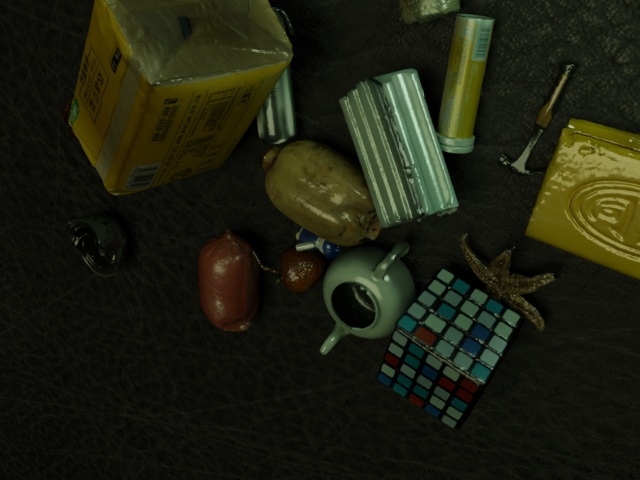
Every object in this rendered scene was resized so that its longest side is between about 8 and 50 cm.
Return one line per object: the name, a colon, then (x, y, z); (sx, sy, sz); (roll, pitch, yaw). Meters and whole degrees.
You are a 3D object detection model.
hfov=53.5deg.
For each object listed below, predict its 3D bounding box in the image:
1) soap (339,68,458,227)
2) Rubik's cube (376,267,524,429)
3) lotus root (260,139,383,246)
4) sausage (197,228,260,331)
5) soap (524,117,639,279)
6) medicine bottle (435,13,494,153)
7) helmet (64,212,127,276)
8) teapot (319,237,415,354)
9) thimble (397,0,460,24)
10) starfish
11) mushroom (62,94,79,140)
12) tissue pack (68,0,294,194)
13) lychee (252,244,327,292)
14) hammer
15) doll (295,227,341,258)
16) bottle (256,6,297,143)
soap: (0.136, -0.153, 1.103); (0.150, 0.094, 0.262); (-17, 91, 67)
Rubik's cube: (0.235, 0.199, 1.166); (0.187, 0.184, 0.182); (32, 142, 19)
lotus root: (0.001, -0.099, 1.229); (0.284, 0.160, 0.146); (34, 168, 19)
sausage: (-0.213, 0.095, 1.461); (0.148, 0.148, 0.255); (22, 122, 23)
soap: (0.495, -0.046, 0.965); (0.324, 0.096, 0.204); (23, 122, 23)
medicine bottle: (0.238, -0.258, 1.054); (0.073, 0.074, 0.218); (19, 118, 25)
helmet: (-0.574, -0.002, 1.676); (0.153, 0.107, 0.177); (20, 140, 21)
teapot: (0.092, 0.108, 1.275); (0.193, 0.129, 0.294); (39, 127, 11)
thimble: (0.172, -0.388, 1.024); (0.110, 0.084, 0.062); (2, 110, 49)
starfish: (0.329, 0.083, 1.161); (0.213, 0.057, 0.238); (40, 146, 18)
mushroom: (-0.570, -0.302, 1.558); (0.127, 0.087, 0.127); (3, 110, 7)
tissue pack: (-0.268, -0.279, 1.160); (0.228, 0.293, 0.382); (63, 146, 9)
lychee: (-0.055, 0.059, 1.366); (0.140, 0.101, 0.115); (-21, 68, 26)
hammer: (0.364, -0.192, 1.030); (0.078, 0.021, 0.201); (31, 126, 18)
doll: (0.000, 0.000, 1.302); (0.143, 0.098, 0.058); (24, 138, 54)
bottle: (-0.089, -0.319, 1.233); (0.096, 0.079, 0.254); (-4, 111, 6)
